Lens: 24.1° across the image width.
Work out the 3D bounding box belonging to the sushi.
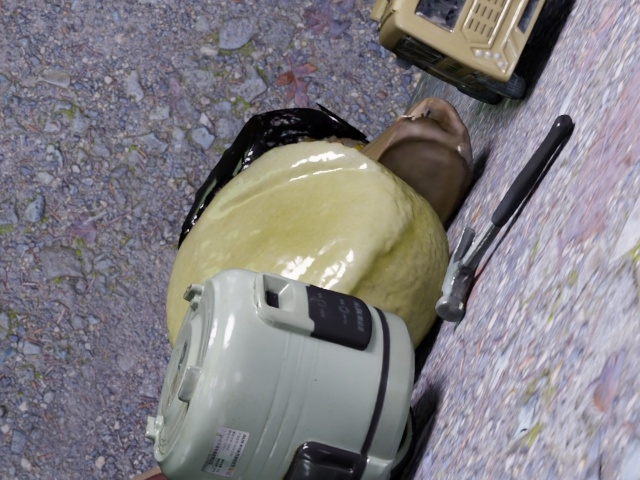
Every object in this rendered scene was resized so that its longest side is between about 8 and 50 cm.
[{"bbox_3d":[0.000,0.000,2.135,0.328,0.328,0.285,-56,36,1],"label":"sushi"}]

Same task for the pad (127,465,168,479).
[{"bbox_3d":[-0.215,0.327,1.553,0.220,0.004,0.330,-27,18,-19],"label":"pad"}]

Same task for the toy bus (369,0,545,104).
[{"bbox_3d":[0.176,-0.284,1.830,0.365,0.202,0.177,-118,52,-87],"label":"toy bus"}]

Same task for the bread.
[{"bbox_3d":[-0.008,0.054,1.657,0.320,0.237,0.320,-28,43,31],"label":"bread"}]

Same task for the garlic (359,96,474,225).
[{"bbox_3d":[0.100,-0.072,1.823,0.196,0.151,0.338,-28,-11,-46],"label":"garlic"}]

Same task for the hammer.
[{"bbox_3d":[0.177,-0.033,1.426,0.103,0.029,0.246,-69,6,-49],"label":"hammer"}]

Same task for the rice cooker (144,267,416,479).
[{"bbox_3d":[-0.026,0.147,1.396,0.226,0.244,0.226,-160,90,-75],"label":"rice cooker"}]
